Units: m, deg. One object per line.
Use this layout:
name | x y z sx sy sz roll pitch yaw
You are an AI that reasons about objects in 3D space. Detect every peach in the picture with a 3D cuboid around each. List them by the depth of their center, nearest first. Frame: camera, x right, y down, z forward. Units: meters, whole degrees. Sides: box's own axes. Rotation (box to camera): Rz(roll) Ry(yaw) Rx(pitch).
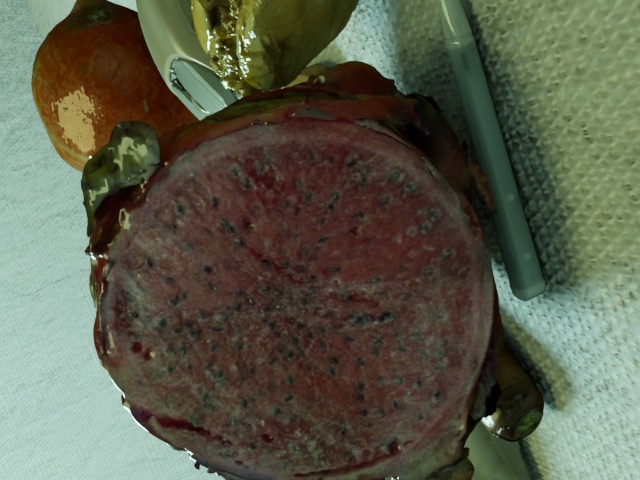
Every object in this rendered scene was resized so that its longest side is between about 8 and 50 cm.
peach | -0.272 -0.211 1.383 0.232 0.232 0.257 173 87 -73

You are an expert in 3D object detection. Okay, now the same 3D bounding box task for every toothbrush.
toothbrush | 0.097 -0.112 0.693 0.030 0.025 0.342 27 139 67

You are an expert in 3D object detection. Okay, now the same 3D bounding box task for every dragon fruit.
dragon fruit | -0.020 0.018 0.785 0.263 0.296 0.314 -100 0 -69

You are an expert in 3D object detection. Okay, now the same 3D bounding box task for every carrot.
carrot | 0.130 0.094 0.862 0.055 0.055 0.161 84 162 -50

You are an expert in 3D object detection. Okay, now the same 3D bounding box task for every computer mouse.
computer mouse | -0.158 -0.237 1.222 0.236 0.082 0.145 64 164 6

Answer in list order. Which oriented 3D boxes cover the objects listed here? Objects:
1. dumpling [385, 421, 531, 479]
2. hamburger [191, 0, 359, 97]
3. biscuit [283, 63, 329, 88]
dumpling | 0.079 0.211 0.989 0.260 0.181 0.341 -17 75 50
hamburger | -0.030 -0.185 0.774 0.083 0.147 0.138 37 161 21
biscuit | 0.006 -0.087 1.017 0.142 0.029 0.221 49 158 41
